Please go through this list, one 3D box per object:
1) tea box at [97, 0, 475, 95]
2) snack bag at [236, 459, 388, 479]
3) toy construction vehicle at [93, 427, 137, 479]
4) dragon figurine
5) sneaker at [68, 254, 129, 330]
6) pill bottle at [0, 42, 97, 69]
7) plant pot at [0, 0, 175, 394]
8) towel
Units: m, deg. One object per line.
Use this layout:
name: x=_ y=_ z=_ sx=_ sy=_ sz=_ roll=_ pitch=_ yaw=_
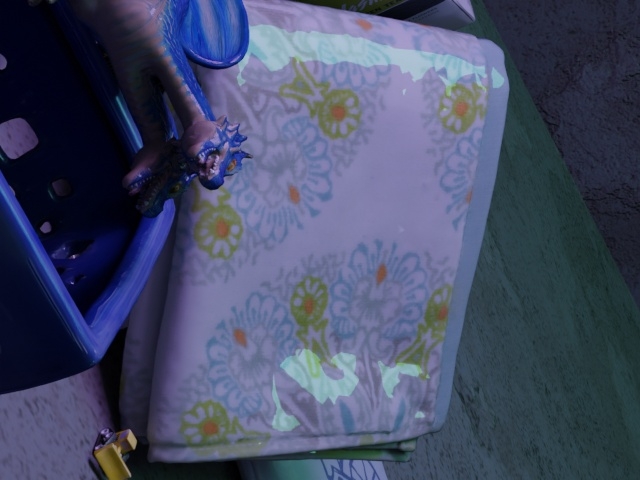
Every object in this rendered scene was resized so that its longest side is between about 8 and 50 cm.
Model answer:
tea box: x=-0.089 y=-0.265 z=1.706 sx=0.323 sy=0.329 sz=0.220 roll=27 pitch=46 yaw=-67
snack bag: x=-0.030 y=0.162 z=1.897 sx=0.342 sy=0.037 sz=0.323 roll=8 pitch=62 yaw=-68
toy construction vehicle: x=-0.141 y=0.194 z=1.494 sx=0.086 sy=0.035 sz=0.098 roll=63 pitch=17 yaw=-20
dragon figurine: x=-0.099 y=-0.140 z=1.197 sx=0.289 sy=0.085 sz=0.144 roll=-92 pitch=157 yaw=-49
sneaker: x=-0.175 y=-0.026 z=1.607 sx=0.083 sy=0.071 sz=0.190 roll=42 pitch=30 yaw=-46
pill bottle: x=-0.242 y=-0.177 z=1.388 sx=0.169 sy=0.169 sz=0.301 roll=67 pitch=16 yaw=-8
plant pot: x=-0.240 y=-0.037 z=1.143 sx=0.236 sy=0.212 sz=0.236 roll=64 pitch=18 yaw=-18
towel: x=0.000 y=0.000 z=1.623 sx=0.321 sy=0.090 sz=0.374 roll=4 pitch=97 yaw=-44
